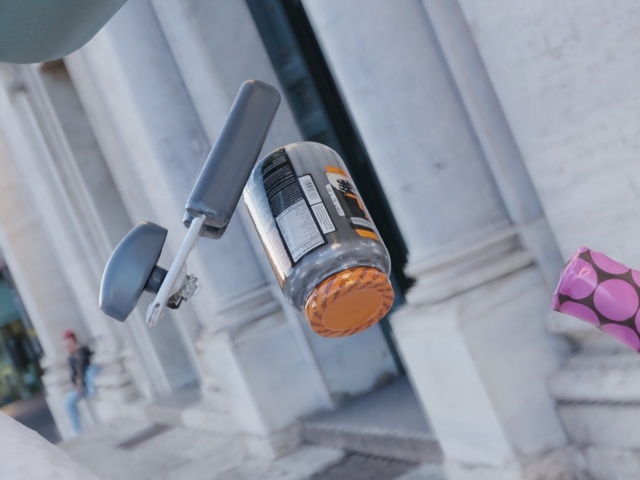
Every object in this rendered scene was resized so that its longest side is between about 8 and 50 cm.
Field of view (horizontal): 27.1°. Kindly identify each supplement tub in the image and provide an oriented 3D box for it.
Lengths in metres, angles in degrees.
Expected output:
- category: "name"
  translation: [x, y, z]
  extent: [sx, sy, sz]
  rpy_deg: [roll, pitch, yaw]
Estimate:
- category: "supplement tub"
  translation: [0.000, 0.000, 1.375]
  extent: [0.117, 0.190, 0.117]
  rpy_deg: [-16, -36, -12]

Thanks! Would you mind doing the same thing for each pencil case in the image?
- category: "pencil case"
  translation: [0.372, 0.092, 1.557]
  extent: [0.095, 0.209, 0.098]
  rpy_deg: [-55, -9, -24]

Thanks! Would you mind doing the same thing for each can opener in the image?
- category: "can opener"
  translation: [-0.123, -0.040, 1.315]
  extent: [0.280, 0.093, 0.074]
  rpy_deg: [-63, 2, -21]

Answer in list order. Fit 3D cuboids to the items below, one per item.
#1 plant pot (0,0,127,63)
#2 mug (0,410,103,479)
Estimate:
- category: "plant pot"
  translation: [-0.234, -0.345, 1.157]
  extent: [0.341, 0.341, 0.334]
  rpy_deg: [-24, -12, -43]
- category: "mug"
  translation: [-0.254, 0.308, 0.895]
  extent: [0.328, 0.276, 0.374]
  rpy_deg: [23, 41, 38]
